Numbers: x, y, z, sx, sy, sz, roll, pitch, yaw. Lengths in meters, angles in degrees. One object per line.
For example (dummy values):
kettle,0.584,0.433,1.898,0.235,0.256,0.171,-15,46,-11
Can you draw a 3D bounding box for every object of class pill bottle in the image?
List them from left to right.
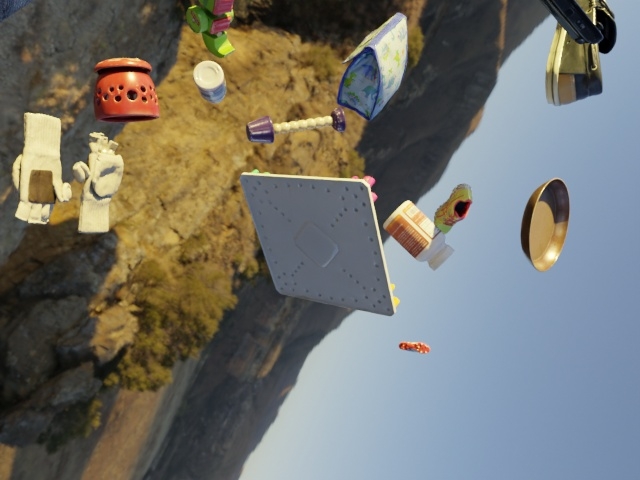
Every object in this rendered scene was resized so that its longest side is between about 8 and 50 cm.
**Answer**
pill bottle,-0.396,-0.566,2.106,0.108,0.108,0.180,-64,-179,-6
pill bottle,0.310,-0.012,1.818,0.121,0.216,0.121,-43,172,-8

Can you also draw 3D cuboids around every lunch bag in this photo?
lunch bag,0.100,-0.318,1.049,0.129,0.096,0.151,-54,171,-34

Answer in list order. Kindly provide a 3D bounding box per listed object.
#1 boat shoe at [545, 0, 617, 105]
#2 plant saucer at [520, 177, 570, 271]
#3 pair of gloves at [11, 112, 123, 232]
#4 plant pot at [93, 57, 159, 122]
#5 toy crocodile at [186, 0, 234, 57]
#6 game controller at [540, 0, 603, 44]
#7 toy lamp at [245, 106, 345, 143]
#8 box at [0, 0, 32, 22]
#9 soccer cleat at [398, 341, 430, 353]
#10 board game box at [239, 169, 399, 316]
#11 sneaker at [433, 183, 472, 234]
boat shoe,0.747,-0.588,1.626,0.187,0.156,0.500,50,53,-49
plant saucer,0.399,-0.029,1.039,0.168,0.029,0.169,-15,111,-44
pair of gloves,-0.473,-0.120,1.116,0.240,0.042,0.204,16,84,-65
plant pot,-0.598,-0.454,1.772,0.191,0.191,0.174,-65,149,-83
toy crocodile,-0.264,-0.627,1.480,0.115,0.105,0.341,-32,155,-34
game controller,0.519,-0.566,1.297,0.067,0.319,0.167,-35,-142,35
toy lamp,-0.070,-0.320,1.617,0.080,0.274,0.080,167,-90,-73
box,-0.815,-0.650,1.439,0.108,0.153,0.207,-55,-171,46
soccer cleat,0.250,0.285,1.551,0.035,0.083,0.029,59,36,-81
board game box,0.000,0.000,1.509,0.050,0.389,0.390,-45,131,-41
sneaker,0.456,-0.092,1.997,0.094,0.081,0.209,-96,-157,-50
